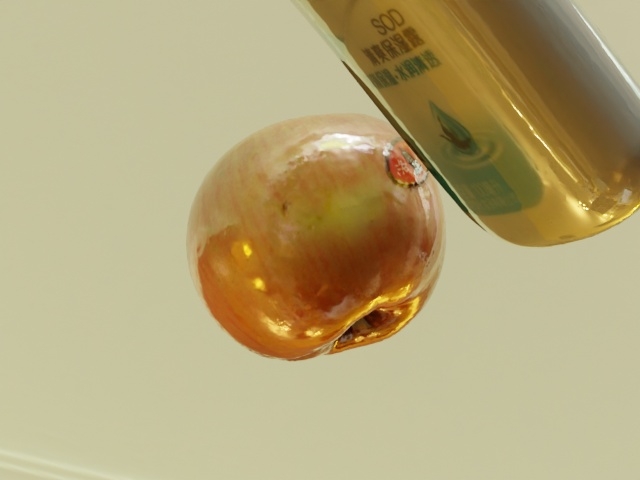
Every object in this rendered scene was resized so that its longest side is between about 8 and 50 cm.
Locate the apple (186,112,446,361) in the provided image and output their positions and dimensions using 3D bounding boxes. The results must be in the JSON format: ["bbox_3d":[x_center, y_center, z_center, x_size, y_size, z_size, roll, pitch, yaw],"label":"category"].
[{"bbox_3d":[0.000,0.000,1.381,0.209,0.209,0.164,-9,-112,-34],"label":"apple"}]

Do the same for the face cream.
[{"bbox_3d":[0.018,-0.143,0.830,0.080,0.163,0.337,-43,-78,-14],"label":"face cream"}]
